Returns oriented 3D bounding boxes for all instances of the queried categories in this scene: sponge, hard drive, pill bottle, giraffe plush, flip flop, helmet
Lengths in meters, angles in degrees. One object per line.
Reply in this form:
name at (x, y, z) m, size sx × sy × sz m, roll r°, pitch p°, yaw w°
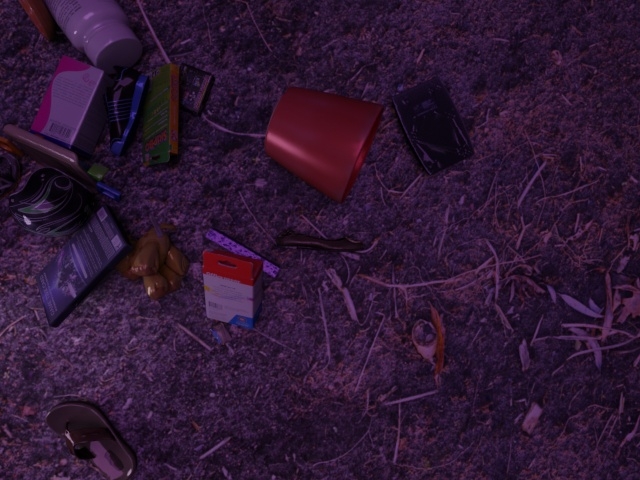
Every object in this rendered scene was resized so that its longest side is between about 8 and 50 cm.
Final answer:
sponge at (-0.204, 0.033, 1.098) m, size 0.210 × 0.117 × 0.031 m, roll 31°, pitch 87°, yaw -4°
hard drive at (0.327, -0.332, 1.192) m, size 0.172 × 0.054 × 0.254 m, roll -26°, pitch 91°, yaw -6°
pill bottle at (-0.607, -0.594, 1.055) m, size 0.161 × 0.160 × 0.283 m, roll -35°, pitch 92°, yaw -6°
giraffe plush at (-0.476, 0.049, 1.061) m, size 0.171 × 0.181 × 0.210 m, roll -9°, pitch 100°, yaw 15°
flip flop at (-0.602, 0.534, 1.062) m, size 0.112 × 0.080 × 0.277 m, roll -41°, pitch 93°, yaw -5°
helmet at (-0.685, -0.087, 1.032) m, size 0.170 × 0.169 × 0.161 m, roll 28°, pitch 69°, yaw -4°

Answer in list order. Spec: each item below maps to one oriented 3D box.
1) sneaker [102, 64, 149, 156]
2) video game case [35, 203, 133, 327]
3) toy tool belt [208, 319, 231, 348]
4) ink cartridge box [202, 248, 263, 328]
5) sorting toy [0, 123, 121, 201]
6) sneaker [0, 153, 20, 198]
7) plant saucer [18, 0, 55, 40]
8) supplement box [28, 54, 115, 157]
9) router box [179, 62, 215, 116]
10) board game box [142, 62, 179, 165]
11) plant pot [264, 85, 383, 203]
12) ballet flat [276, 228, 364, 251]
sneaker at (-0.534, -0.345, 1.078) m, size 0.091 × 0.081 × 0.232 m, roll 20°, pitch 98°, yaw -16°
video game case at (-0.610, 0.057, 1.034) m, size 0.274 × 0.026 × 0.196 m, roll -47°, pitch 54°, yaw 1°
toy tool belt at (-0.285, 0.252, 1.117) m, size 0.051 × 0.052 × 0.083 m, roll -32°, pitch 91°, yaw -14°
ink cartridge box at (-0.222, 0.110, 1.040) m, size 0.134 × 0.078 × 0.230 m, roll 13°, pitch 127°, yaw 7°
sorting toy at (-0.667, -0.210, 1.030) m, size 0.348 × 0.196 × 0.047 m, roll 24°, pitch 68°, yaw -5°
sneaker at (-0.878, -0.139, 1.054) m, size 0.084 × 0.083 × 0.214 m, roll 37°, pitch 84°, yaw -2°
plant saucer at (-0.741, -0.616, 1.027) m, size 0.037 × 0.200 × 0.199 m, roll -37°, pitch 92°, yaw -20°
supplement box at (-0.642, -0.348, 1.069) m, size 0.111 × 0.114 × 0.219 m, roll 22°, pitch 88°, yaw -4°
router box at (-0.362, -0.422, 1.135) m, size 0.092 × 0.038 × 0.122 m, roll 20°, pitch 87°, yaw -4°
board game box at (-0.433, -0.333, 1.094) m, size 0.124 × 0.039 × 0.258 m, roll -1°, pitch 86°, yaw 35°
plant pot at (0.003, -0.268, 1.071) m, size 0.244 × 0.275 × 0.274 m, roll 24°, pitch 86°, yaw 6°
ballet flat at (0.000, 0.000, 1.141) m, size 0.250 × 0.084 × 0.058 m, roll 3°, pitch 89°, yaw 0°
